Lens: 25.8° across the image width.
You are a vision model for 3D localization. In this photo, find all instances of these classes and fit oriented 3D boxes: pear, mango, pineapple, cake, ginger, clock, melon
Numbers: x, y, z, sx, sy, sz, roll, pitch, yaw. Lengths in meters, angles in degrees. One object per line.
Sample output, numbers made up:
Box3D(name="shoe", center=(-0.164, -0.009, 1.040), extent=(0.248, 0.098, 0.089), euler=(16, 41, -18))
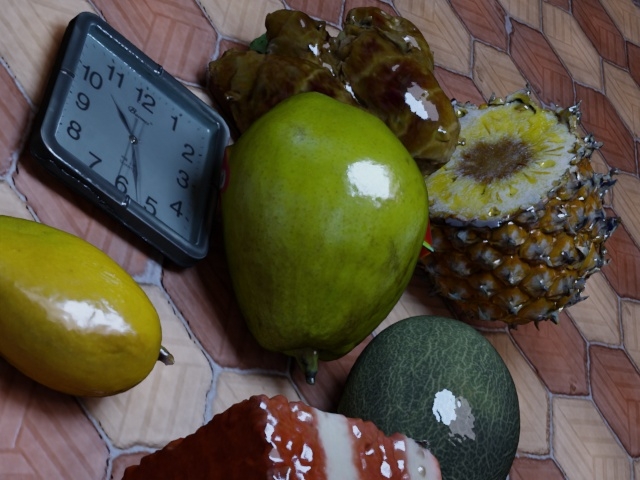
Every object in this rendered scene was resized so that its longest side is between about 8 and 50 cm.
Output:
Box3D(name="pear", center=(0.000, 0.000, 1.801), extent=(0.287, 0.287, 0.375), euler=(16, 75, -46))
Box3D(name="mango", center=(-0.292, 0.067, 1.497), extent=(0.317, 0.119, 0.176), euler=(33, 42, -20))
Box3D(name="pineapple", center=(0.290, -0.037, 2.128), extent=(0.300, 0.353, 0.352), euler=(57, 25, -43))
Box3D(name="cake", center=(-0.027, 0.350, 1.459), extent=(0.320, 0.270, 0.269), euler=(23, 46, -42))
Box3D(name="ginger", center=(0.022, -0.215, 2.007), extent=(0.358, 0.152, 0.274), euler=(-6, 79, -9))
Box3D(name="clock", center=(-0.239, -0.126, 1.780), extent=(0.273, 0.049, 0.278), euler=(39, 37, -29))
Box3D(name="melon", center=(0.141, 0.231, 1.814), extent=(0.237, 0.237, 0.301), euler=(44, 35, -21))

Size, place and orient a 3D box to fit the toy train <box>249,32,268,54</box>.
Box3D(name="toy train", center=(-0.039, -0.257, 2.129), extent=(0.149, 0.081, 0.099), euler=(56, 33, -3))

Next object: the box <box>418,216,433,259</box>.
Box3D(name="box", center=(0.073, 0.000, 1.975), extent=(0.048, 0.175, 0.112), euler=(32, 40, -39))
